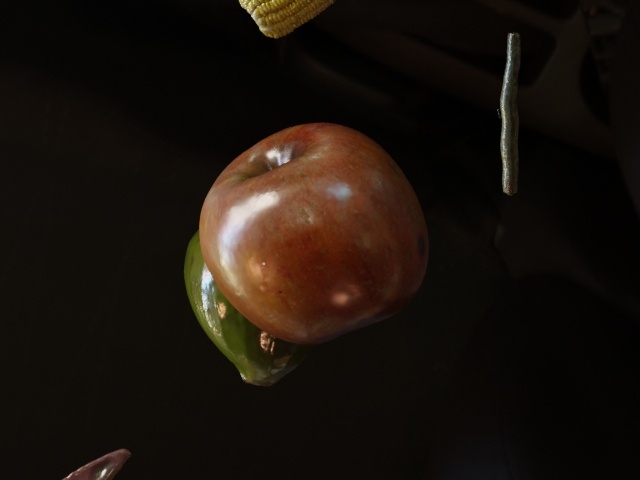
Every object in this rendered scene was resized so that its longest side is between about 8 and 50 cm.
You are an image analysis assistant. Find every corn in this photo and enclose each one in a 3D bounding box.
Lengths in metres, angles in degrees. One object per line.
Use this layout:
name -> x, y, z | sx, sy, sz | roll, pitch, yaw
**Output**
corn -> -0.019, -0.326, 1.579 | 0.165, 0.063, 0.085 | -37, 93, 7

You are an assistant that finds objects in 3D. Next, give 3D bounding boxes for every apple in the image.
apple -> 0.000, 0.000, 1.336 | 0.254, 0.253, 0.253 | 6, 126, 8

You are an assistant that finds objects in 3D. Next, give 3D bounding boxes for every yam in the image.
yam -> 0.259, -0.172, 1.714 | 0.027, 0.029, 0.234 | -5, 115, -4

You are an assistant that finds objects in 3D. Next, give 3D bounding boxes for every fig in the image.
fig -> -0.086, 0.078, 1.634 | 0.203, 0.203, 0.225 | 9, 96, 5

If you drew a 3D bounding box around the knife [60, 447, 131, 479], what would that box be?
knife -> -0.227, 0.229, 0.871 | 0.247, 0.018, 0.035 | -44, 80, -7
